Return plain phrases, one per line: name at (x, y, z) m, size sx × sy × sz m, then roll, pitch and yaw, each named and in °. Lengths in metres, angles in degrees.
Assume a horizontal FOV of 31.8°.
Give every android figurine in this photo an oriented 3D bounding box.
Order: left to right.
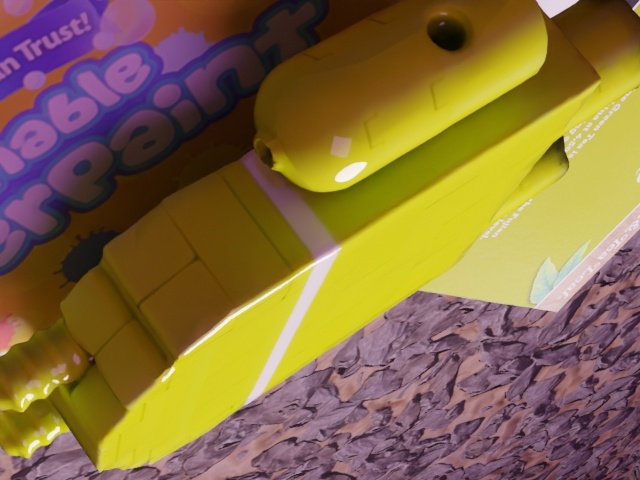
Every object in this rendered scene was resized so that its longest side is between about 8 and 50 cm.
android figurine at (0.000, 0.000, 0.428) m, size 0.273 × 0.056 × 0.248 m, roll -31°, pitch 166°, yaw -21°

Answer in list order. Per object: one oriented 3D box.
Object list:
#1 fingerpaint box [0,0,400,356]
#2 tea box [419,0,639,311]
fingerpaint box at (-0.238, -0.101, 0.467) m, size 0.445 × 0.371 × 0.163 m, roll -37°, pitch 148°, yaw 2°
tea box at (0.044, -0.154, 0.690) m, size 0.323 × 0.329 × 0.220 m, roll 11°, pitch 126°, yaw -50°
